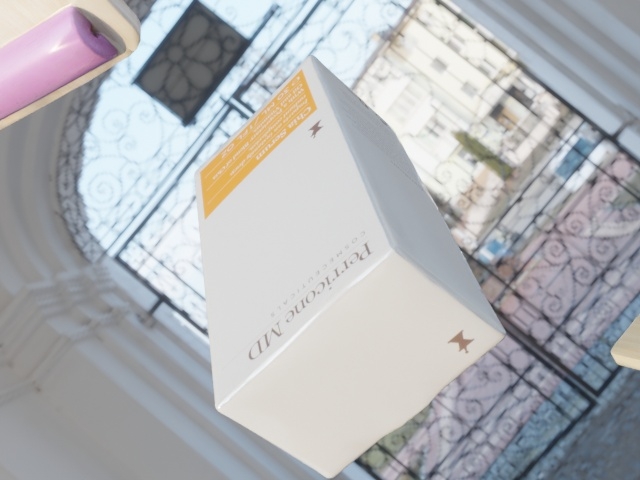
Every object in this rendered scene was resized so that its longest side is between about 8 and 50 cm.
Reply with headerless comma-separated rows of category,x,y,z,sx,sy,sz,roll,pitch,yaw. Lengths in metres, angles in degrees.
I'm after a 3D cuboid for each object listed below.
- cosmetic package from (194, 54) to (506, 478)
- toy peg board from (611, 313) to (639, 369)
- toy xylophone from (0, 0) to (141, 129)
cosmetic package,0.000,0.000,0.963,0.230,0.161,0.453,-43,30,16
toy peg board,0.365,0.081,0.737,0.160,0.079,0.161,-44,25,-20
toy xylophone,-0.112,-0.207,0.377,0.236,0.081,0.322,-12,61,35
